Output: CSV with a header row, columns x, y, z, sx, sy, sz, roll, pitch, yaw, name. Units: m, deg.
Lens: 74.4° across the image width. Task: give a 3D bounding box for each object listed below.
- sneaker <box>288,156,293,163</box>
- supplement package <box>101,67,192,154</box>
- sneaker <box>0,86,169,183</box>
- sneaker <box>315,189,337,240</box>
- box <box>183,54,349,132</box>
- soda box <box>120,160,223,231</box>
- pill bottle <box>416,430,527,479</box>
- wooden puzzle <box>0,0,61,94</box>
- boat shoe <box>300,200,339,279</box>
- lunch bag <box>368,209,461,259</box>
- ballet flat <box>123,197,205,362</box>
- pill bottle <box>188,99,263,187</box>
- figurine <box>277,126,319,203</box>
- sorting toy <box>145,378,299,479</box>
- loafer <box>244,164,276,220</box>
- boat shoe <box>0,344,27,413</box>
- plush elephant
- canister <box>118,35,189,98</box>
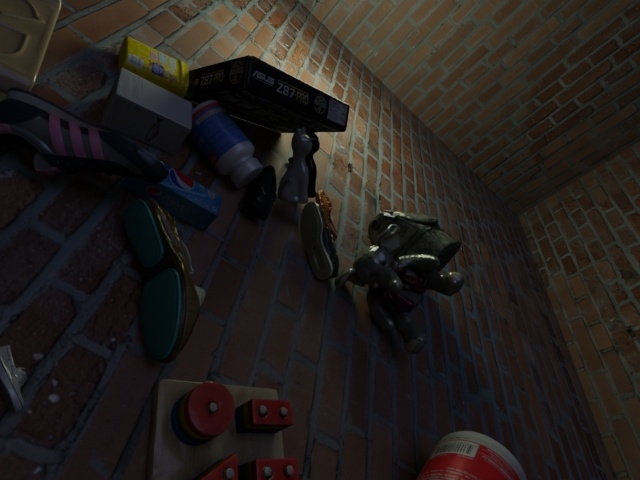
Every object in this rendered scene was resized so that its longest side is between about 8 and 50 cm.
x,y,z,sx,sy,sz,roll,pitch,yaw,name
-0.075,-0.256,1.440,0.083,0.031,0.035,27,41,-31,sneaker
-0.418,-0.309,1.026,0.179,0.105,0.105,20,44,-36,supplement package
-0.459,-0.159,0.805,0.318,0.112,0.131,23,70,-6,sneaker
0.002,-0.072,1.307,0.064,0.067,0.175,8,70,-47,sneaker
-0.155,-0.416,1.269,0.394,0.318,0.097,7,92,-46,box
-0.335,-0.110,0.966,0.210,0.071,0.067,31,39,-27,soda box
0.279,0.605,0.871,0.407,0.229,0.229,-19,73,-54,pill bottle
-0.731,-0.465,0.841,0.321,0.080,0.348,20,50,-37,wooden puzzle
0.000,0.000,1.233,0.079,0.083,0.233,2,70,-53,boat shoe
0.324,0.005,1.501,0.256,0.213,0.305,44,23,22,lunch bag
-0.295,0.072,0.833,0.124,0.116,0.343,28,32,-61,ballet flat
-0.259,-0.257,1.145,0.222,0.124,0.124,51,34,2,pill bottle
-0.056,-0.226,1.237,0.092,0.210,0.215,11,15,6,figurine
-0.151,0.367,0.717,0.255,0.089,0.257,21,45,-37,sorting toy
-0.162,-0.139,1.202,0.078,0.076,0.223,57,22,-32,loafer
-0.437,0.194,0.599,0.035,0.035,0.100,-18,66,-51,boat shoe
0.203,0.111,1.226,0.255,0.272,0.330,33,7,-47,plush elephant
-0.459,-0.473,1.161,0.169,0.073,0.126,15,48,-39,canister
